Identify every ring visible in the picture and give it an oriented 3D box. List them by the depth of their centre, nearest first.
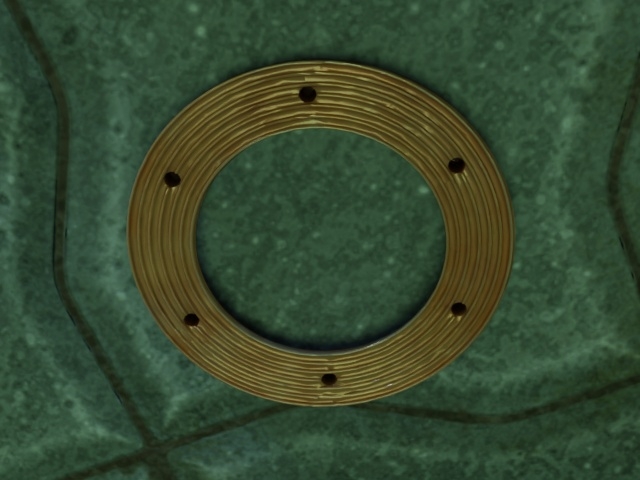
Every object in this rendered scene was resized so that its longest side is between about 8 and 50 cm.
[{"bbox_3d":[0.000,0.000,1.006,0.336,0.032,0.336,1,116,2],"label":"ring"}]
